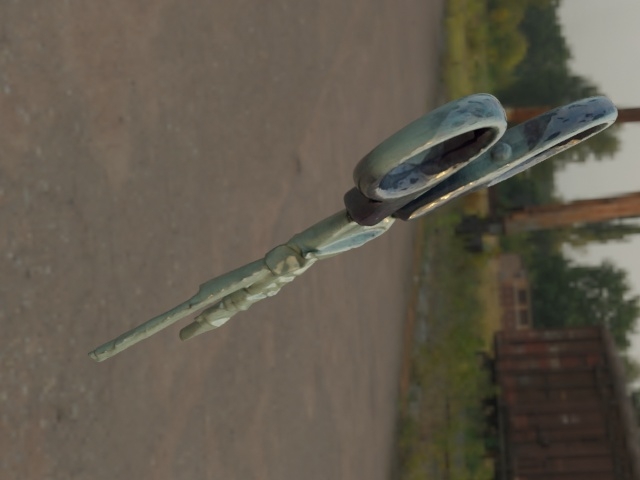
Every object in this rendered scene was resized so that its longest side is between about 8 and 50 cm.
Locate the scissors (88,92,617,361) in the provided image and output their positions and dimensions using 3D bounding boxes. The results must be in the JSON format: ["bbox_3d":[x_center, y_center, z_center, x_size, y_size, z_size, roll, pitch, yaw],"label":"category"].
[{"bbox_3d":[0.000,0.000,0.849,0.256,0.384,0.029,-9,73,-59],"label":"scissors"}]
